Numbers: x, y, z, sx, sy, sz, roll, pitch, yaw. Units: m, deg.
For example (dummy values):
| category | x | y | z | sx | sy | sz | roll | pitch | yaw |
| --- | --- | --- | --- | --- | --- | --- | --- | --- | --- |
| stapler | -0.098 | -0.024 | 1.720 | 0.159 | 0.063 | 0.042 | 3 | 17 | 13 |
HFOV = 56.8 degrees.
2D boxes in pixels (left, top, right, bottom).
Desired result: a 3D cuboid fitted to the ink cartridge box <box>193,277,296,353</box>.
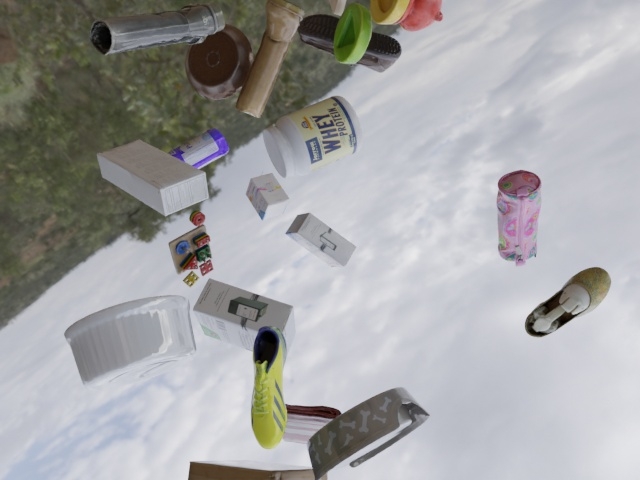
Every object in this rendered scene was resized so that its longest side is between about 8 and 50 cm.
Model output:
| category | x | y | z | sx | sy | sz | roll | pitch | yaw |
| --- | --- | --- | --- | --- | --- | --- | --- | --- | --- |
| ink cartridge box | -0.230 | 0.256 | 1.866 | 0.211 | 0.289 | 0.121 | 90 | 21 | -58 |

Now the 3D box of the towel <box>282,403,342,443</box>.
| category | x | y | z | sx | sy | sz | roll | pitch | yaw |
| --- | --- | --- | --- | --- | --- | --- | --- | --- | --- |
| towel | -0.033 | 0.558 | 1.783 | 0.237 | 0.329 | 0.037 | 4 | -123 | 13 |

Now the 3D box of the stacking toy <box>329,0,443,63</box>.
| category | x | y | z | sx | sy | sz | roll | pitch | yaw |
| --- | --- | --- | --- | --- | --- | --- | --- | --- | --- |
| stacking toy | 0.142 | -0.541 | 1.310 | 0.279 | 0.130 | 0.309 | -44 | -134 | 53 |

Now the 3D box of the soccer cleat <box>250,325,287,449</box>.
| category | x | y | z | sx | sy | sz | roll | pitch | yaw |
| --- | --- | --- | --- | --- | --- | --- | --- | --- | --- |
| soccer cleat | -0.132 | 0.345 | 1.415 | 0.093 | 0.121 | 0.289 | -6 | -117 | 13 |

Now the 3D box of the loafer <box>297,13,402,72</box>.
| category | x | y | z | sx | sy | sz | roll | pitch | yaw |
| --- | --- | --- | --- | --- | --- | --- | --- | --- | --- |
| loafer | 0.088 | -0.656 | 2.030 | 0.130 | 0.366 | 0.134 | 111 | -3 | -56 |

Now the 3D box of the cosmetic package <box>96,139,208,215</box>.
| category | x | y | z | sx | sy | sz | roll | pitch | yaw |
| --- | --- | --- | --- | --- | --- | --- | --- | --- | --- |
| cosmetic package | -0.327 | -0.125 | 1.141 | 0.099 | 0.060 | 0.239 | -26 | -141 | -37 |

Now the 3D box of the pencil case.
| category | x | y | z | sx | sy | sz | roll | pitch | yaw |
| --- | --- | --- | --- | --- | --- | --- | --- | --- | --- |
| pencil case | 0.564 | -0.061 | 1.687 | 0.124 | 0.284 | 0.124 | -8 | -138 | 7 |

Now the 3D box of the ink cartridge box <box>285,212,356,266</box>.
| category | x | y | z | sx | sy | sz | roll | pitch | yaw |
| --- | --- | --- | --- | --- | --- | --- | --- | --- | --- |
| ink cartridge box | 0.000 | 0.000 | 1.996 | 0.086 | 0.203 | 0.148 | -58 | -164 | -12 |

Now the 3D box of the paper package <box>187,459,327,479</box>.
| category | x | y | z | sx | sy | sz | roll | pitch | yaw |
| --- | --- | --- | --- | --- | --- | --- | --- | --- | --- |
| paper package | -0.181 | 0.737 | 1.716 | 0.325 | 0.309 | 0.168 | -9 | -111 | 32 |

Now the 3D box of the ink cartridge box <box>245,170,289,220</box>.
| category | x | y | z | sx | sy | sz | roll | pitch | yaw |
| --- | --- | --- | --- | --- | --- | --- | --- | --- | --- |
| ink cartridge box | -0.189 | -0.158 | 2.046 | 0.090 | 0.143 | 0.092 | -19 | 153 | -33 |

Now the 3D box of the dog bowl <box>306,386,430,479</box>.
| category | x | y | z | sx | sy | sz | roll | pitch | yaw |
| --- | --- | --- | --- | --- | --- | --- | --- | --- | --- |
| dog bowl | 0.118 | 0.508 | 1.563 | 0.348 | 0.102 | 0.349 | -25 | 155 | -12 |

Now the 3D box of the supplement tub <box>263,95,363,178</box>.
| category | x | y | z | sx | sy | sz | roll | pitch | yaw |
| --- | --- | --- | --- | --- | --- | --- | --- | --- | --- |
| supplement tub | -0.030 | -0.388 | 2.242 | 0.325 | 0.235 | 0.235 | -26 | -168 | -14 |

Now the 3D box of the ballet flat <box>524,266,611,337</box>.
| category | x | y | z | sx | sy | sz | roll | pitch | yaw |
| --- | --- | --- | --- | --- | --- | --- | --- | --- | --- |
| ballet flat | 0.786 | 0.214 | 1.910 | 0.123 | 0.123 | 0.348 | -50 | 176 | -43 |

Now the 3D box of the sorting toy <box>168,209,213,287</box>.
| category | x | y | z | sx | sy | sz | roll | pitch | yaw |
| --- | --- | --- | --- | --- | --- | --- | --- | --- | --- |
| sorting toy | -0.403 | 0.044 | 1.891 | 0.132 | 0.274 | 0.046 | -32 | -132 | -30 |

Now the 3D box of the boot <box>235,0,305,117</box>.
| category | x | y | z | sx | sy | sz | roll | pitch | yaw |
| --- | --- | --- | --- | --- | --- | --- | --- | --- | --- |
| boot | -0.125 | -0.425 | 1.401 | 0.236 | 0.089 | 0.269 | -61 | 176 | -79 |

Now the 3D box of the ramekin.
| category | x | y | z | sx | sy | sz | roll | pitch | yaw |
| --- | --- | --- | --- | --- | --- | --- | --- | --- | --- |
| ramekin | -0.414 | 0.234 | 1.328 | 0.277 | 0.135 | 0.277 | -19 | 164 | -5 |

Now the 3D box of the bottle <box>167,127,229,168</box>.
| category | x | y | z | sx | sy | sz | roll | pitch | yaw |
| --- | --- | --- | --- | --- | --- | --- | --- | --- | --- |
| bottle | -0.441 | -0.265 | 1.936 | 0.283 | 0.092 | 0.118 | -31 | -153 | -11 |

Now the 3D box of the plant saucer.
| category | x | y | z | sx | sy | sz | roll | pitch | yaw |
| --- | --- | --- | --- | --- | --- | --- | --- | --- | --- |
| plant saucer | -0.273 | -0.469 | 1.540 | 0.198 | 0.199 | 0.036 | -31 | 172 | 15 |

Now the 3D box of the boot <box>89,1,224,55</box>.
| category | x | y | z | sx | sy | sz | roll | pitch | yaw |
| --- | --- | --- | --- | --- | --- | --- | --- | --- | --- |
| boot | -0.292 | -0.360 | 1.025 | 0.208 | 0.076 | 0.189 | -29 | -162 | -26 |
